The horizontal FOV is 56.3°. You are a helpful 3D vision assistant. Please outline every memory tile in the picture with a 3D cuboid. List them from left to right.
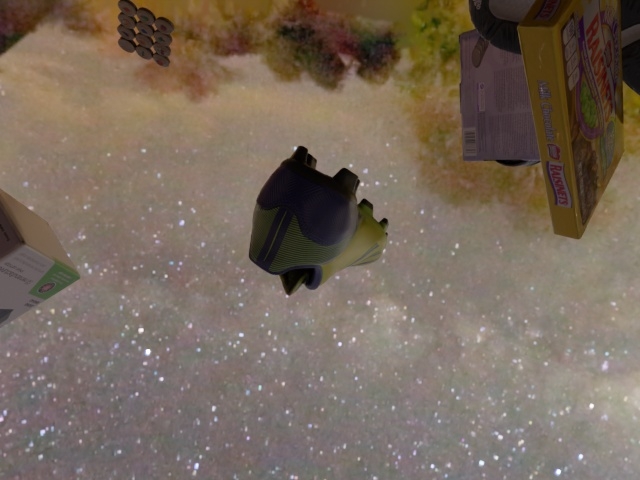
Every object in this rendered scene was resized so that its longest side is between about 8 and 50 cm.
[{"bbox_3d":[-0.344,-0.401,1.170,0.113,0.148,0.012,25,-114,-8],"label":"memory tile"}]

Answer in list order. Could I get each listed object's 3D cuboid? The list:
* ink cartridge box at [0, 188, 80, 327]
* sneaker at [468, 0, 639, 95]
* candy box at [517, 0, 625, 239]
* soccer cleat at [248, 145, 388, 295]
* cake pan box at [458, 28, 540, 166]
[{"bbox_3d":[-0.500,0.062,0.803,0.273,0.198,0.115,-34,-102,-10],"label":"ink cartridge box"},{"bbox_3d":[0.453,-0.317,0.800,0.447,0.169,0.257,28,-131,22],"label":"sneaker"},{"bbox_3d":[0.190,-0.102,0.435,0.027,0.206,0.105,16,-117,37],"label":"candy box"},{"bbox_3d":[-0.001,-0.001,0.593,0.093,0.121,0.289,29,178,15],"label":"soccer cleat"},{"bbox_3d":[0.353,-0.268,1.095,0.070,0.267,0.246,-6,-172,-21],"label":"cake pan box"}]
